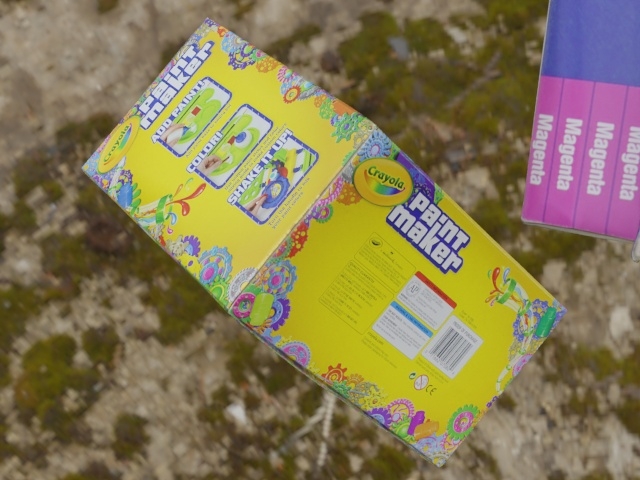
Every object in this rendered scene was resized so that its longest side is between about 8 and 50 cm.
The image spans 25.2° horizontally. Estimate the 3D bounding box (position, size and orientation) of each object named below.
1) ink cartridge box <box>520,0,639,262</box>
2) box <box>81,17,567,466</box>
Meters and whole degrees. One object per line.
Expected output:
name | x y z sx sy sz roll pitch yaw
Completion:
ink cartridge box | 0.149 -0.168 0.646 0.071 0.330 0.324 9 97 17
box | 0.000 0.000 1.207 0.177 0.290 0.279 -51 41 -1
